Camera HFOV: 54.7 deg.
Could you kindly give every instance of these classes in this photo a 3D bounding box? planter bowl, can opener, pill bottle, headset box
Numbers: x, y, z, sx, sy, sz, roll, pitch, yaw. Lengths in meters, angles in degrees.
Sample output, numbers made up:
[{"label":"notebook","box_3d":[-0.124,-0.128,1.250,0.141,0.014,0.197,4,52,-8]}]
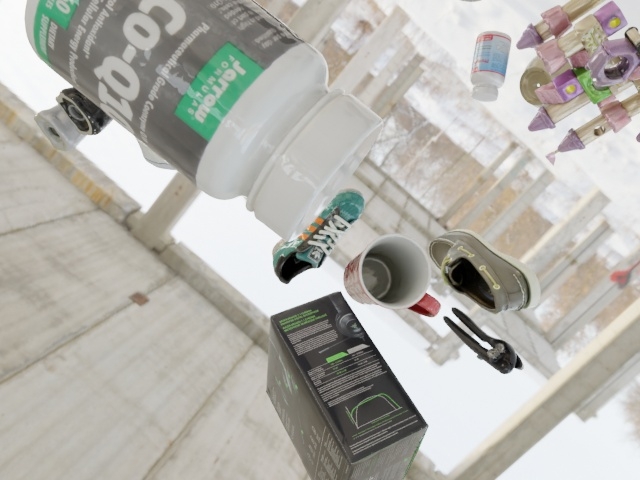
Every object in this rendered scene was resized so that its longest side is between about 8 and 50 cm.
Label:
[{"label":"planter bowl","box_3d":[0.568,-0.394,1.542,0.109,0.162,0.162,-24,-121,-31]},{"label":"can opener","box_3d":[0.307,0.194,1.198,0.186,0.059,0.073,37,168,41]},{"label":"pill bottle","box_3d":[-0.121,-0.175,0.692,0.361,0.204,0.204,38,-165,4]},{"label":"pill bottle","box_3d":[0.424,-0.434,1.552,0.087,0.160,0.087,11,175,1]},{"label":"headset box","box_3d":[0.020,0.259,0.997,0.131,0.246,0.283,-19,-128,-22]}]

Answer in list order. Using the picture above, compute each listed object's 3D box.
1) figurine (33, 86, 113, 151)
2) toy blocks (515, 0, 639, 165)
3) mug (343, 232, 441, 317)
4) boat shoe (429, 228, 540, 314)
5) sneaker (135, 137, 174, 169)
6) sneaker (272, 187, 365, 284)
[{"label":"figurine","box_3d":[-0.416,-0.274,1.181,0.092,0.215,0.209,54,-126,-21]},{"label":"toy blocks","box_3d":[0.529,-0.298,1.251,0.289,0.260,0.308,42,-149,-29]},{"label":"mug","box_3d":[0.104,0.073,0.996,0.150,0.113,0.169,65,167,3]},{"label":"boat shoe","box_3d":[0.293,0.056,1.209,0.091,0.109,0.305,-14,-158,-19]},{"label":"sneaker","box_3d":[-0.208,-0.162,1.061,0.258,0.094,0.091,4,156,18]},{"label":"sneaker","box_3d":[0.000,0.000,1.530,0.108,0.302,0.121,35,-153,-30]}]
